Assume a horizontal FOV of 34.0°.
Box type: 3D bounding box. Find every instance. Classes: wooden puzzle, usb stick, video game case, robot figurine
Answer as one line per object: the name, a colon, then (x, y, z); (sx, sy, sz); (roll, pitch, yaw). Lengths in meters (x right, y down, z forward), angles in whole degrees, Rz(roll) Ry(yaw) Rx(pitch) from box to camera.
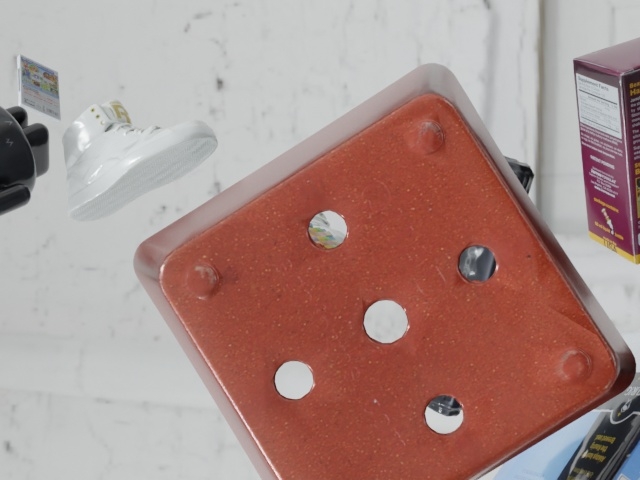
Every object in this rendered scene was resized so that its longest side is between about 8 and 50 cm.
wooden puzzle: (0.000, 0.000, 1.363); (0.049, 0.083, 0.006); (-3, -51, -40)
usb stick: (0.157, 0.045, 1.094); (0.045, 0.077, 0.278); (7, -78, -38)
video game case: (-0.528, -0.285, 1.961); (0.087, 0.011, 0.122); (23, -135, -43)
robot figurine: (-0.559, -0.116, 1.632); (0.278, 0.209, 0.174); (-30, -73, -38)

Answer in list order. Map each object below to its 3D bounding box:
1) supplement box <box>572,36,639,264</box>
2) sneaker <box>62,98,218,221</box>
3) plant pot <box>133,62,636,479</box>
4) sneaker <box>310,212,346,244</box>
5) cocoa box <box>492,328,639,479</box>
supplement box: (0.306, -0.087, 0.970); (0.081, 0.104, 0.188); (-137, 31, -62)
sneaker: (-0.295, -0.160, 1.622); (0.108, 0.292, 0.169); (19, -127, -56)
plant pot: (0.037, 0.046, 0.646); (0.267, 0.267, 0.236); (58, -178, 3)
sneaker: (-0.048, -0.035, 1.622); (0.114, 0.305, 0.152); (22, -95, -30)
cocoa box: (0.304, 0.227, 0.886); (0.228, 0.231, 0.347); (-53, -4, -8)
